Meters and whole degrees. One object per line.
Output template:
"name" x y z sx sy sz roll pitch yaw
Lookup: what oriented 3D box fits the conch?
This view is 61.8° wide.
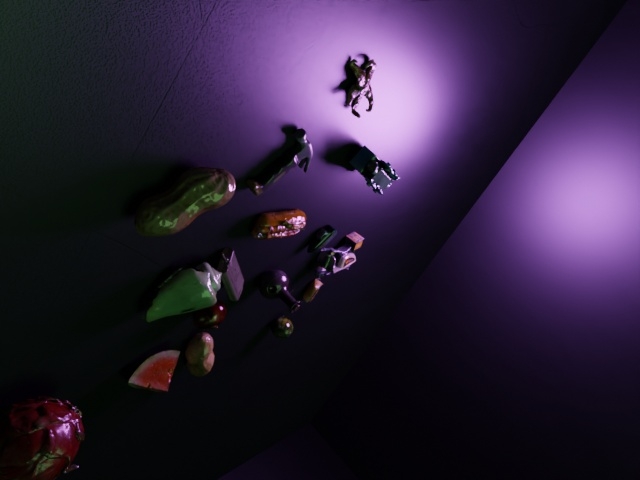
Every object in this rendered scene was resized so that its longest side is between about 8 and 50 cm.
"conch" -0.410 0.146 1.586 0.250 0.137 0.143 -12 170 -24

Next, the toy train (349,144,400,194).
"toy train" 0.189 -0.248 1.896 0.107 0.154 0.198 -46 156 7

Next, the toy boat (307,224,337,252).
"toy boat" 0.000 0.000 2.090 0.141 0.055 0.060 -45 133 -4

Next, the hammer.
"hammer" -0.116 -0.215 1.578 0.226 0.041 0.159 -41 154 -14

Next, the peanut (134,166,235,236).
"peanut" -0.331 -0.099 1.311 0.274 0.111 0.125 -37 150 -23

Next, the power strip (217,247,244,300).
"power strip" -0.293 0.107 1.743 0.268 0.034 0.092 85 15 -60

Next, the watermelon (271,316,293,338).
"watermelon" -0.169 0.385 2.361 0.109 0.109 0.109 -37 155 -21

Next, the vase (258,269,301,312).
"vase" -0.145 0.192 1.988 0.120 0.183 0.120 -38 156 -21

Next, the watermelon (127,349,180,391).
"watermelon" -0.555 0.435 1.810 0.193 0.137 0.146 62 37 -65

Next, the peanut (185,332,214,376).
"peanut" -0.442 0.422 1.965 0.229 0.098 0.103 104 -5 -49

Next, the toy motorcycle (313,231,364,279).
"toy motorcycle" 0.067 0.071 2.280 0.263 0.091 0.157 -26 141 -43

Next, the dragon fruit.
"dragon fruit" -0.776 0.545 1.415 0.298 0.244 0.244 -31 152 -27

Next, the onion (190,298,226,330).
"onion" -0.369 0.244 1.784 0.119 0.118 0.117 -49 179 5

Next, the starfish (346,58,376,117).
"starfish" 0.115 -0.462 1.593 0.150 0.053 0.210 -56 154 -11

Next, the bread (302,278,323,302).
"bread" -0.037 0.223 2.385 0.106 0.053 0.072 -57 178 28

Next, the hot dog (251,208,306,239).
"hot dog" -0.124 -0.050 1.782 0.250 0.076 0.104 -7 134 -53

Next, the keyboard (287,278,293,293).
"keyboard" -0.143 0.194 2.209 0.053 0.010 0.155 -40 156 -13
